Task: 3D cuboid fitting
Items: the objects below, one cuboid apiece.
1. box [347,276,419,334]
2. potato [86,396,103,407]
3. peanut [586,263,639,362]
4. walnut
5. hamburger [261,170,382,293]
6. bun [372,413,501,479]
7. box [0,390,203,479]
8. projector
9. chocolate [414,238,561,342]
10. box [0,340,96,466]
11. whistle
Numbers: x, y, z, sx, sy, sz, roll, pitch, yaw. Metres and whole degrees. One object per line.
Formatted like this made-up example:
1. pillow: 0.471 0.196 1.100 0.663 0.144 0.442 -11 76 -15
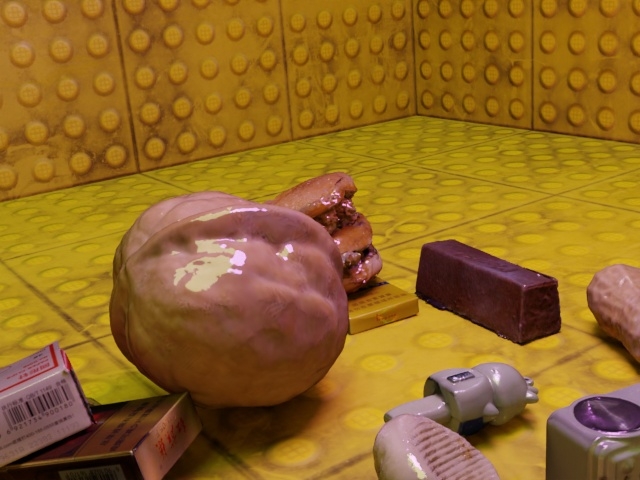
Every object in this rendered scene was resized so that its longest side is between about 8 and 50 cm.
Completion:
1. box: 0.057 0.109 1.654 0.153 0.041 0.279 -15 21 -24
2. potato: -0.360 0.261 1.292 0.093 0.037 0.036 3 15 25
3. peanut: 0.532 0.130 1.334 0.130 0.130 0.290 -7 21 -6
4. walnut: -0.132 0.091 1.248 0.381 0.381 0.381 -4 18 1
5. hamburger: -0.008 -0.005 1.617 0.245 0.211 0.260 -24 19 -24
6. bun: 0.132 0.291 0.963 0.183 0.102 0.183 29 16 -9
7. box: -0.295 0.276 1.095 0.240 0.071 0.159 -13 16 23
8. projector: 0.370 0.248 0.886 0.257 0.192 0.099 -11 18 -21
9. chocolate: 0.302 0.083 1.550 0.112 0.111 0.321 -11 19 -27
10. box: -0.403 0.222 1.090 0.182 0.099 0.133 -24 14 -15
11. whistle: 0.201 0.228 1.157 0.244 0.092 0.110 -12 21 -25
